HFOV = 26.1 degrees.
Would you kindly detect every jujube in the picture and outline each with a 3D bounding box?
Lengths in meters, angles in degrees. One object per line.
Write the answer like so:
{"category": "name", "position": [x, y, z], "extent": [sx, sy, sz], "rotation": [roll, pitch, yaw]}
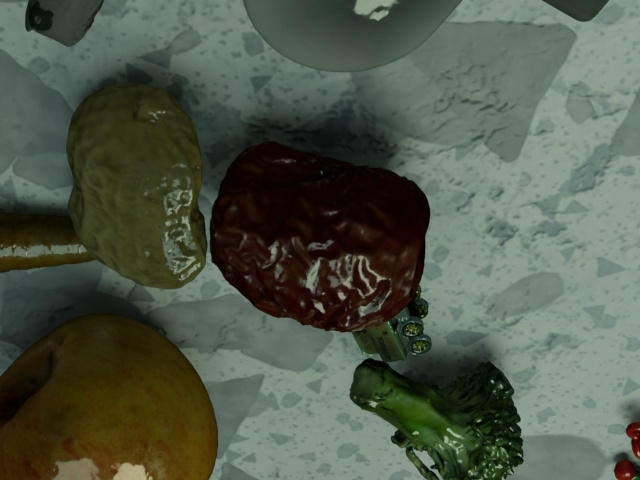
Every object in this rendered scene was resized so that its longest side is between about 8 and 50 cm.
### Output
{"category": "jujube", "position": [0.000, 0.000, 1.515], "extent": [0.232, 0.213, 0.213], "rotation": [13, 131, 8]}

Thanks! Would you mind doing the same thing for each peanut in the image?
{"category": "peanut", "position": [-0.198, -0.061, 1.502], "extent": [0.196, 0.110, 0.233], "rotation": [29, 134, 32]}

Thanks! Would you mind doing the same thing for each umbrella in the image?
{"category": "umbrella", "position": [-0.201, -0.329, 1.331], "extent": [0.073, 0.067, 0.337], "rotation": [12, 131, -27]}

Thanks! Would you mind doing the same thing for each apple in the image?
{"category": "apple", "position": [-0.267, 0.246, 1.679], "extent": [0.299, 0.299, 0.275], "rotation": [-29, 115, 22]}

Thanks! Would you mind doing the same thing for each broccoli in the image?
{"category": "broccoli", "position": [0.127, 0.204, 1.735], "extent": [0.274, 0.198, 0.177], "rotation": [31, 93, -24]}

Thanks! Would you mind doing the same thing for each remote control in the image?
{"category": "remote control", "position": [0.064, -0.295, 1.337], "extent": [0.221, 0.103, 0.332], "rotation": [23, 128, -31]}

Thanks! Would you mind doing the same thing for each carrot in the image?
{"category": "carrot", "position": [-0.282, -0.001, 1.618], "extent": [0.298, 0.078, 0.078], "rotation": [-2, 131, -3]}

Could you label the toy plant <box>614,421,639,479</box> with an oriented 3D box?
{"category": "toy plant", "position": [0.490, 0.328, 1.897], "extent": [0.240, 0.088, 0.154], "rotation": [24, 142, -11]}

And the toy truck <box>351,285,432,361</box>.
{"category": "toy truck", "position": [0.070, 0.079, 1.682], "extent": [0.100, 0.077, 0.169], "rotation": [-17, 131, 13]}

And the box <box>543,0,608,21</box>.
{"category": "box", "position": [0.213, -0.287, 1.302], "extent": [0.243, 0.055, 0.103], "rotation": [15, 120, -50]}
